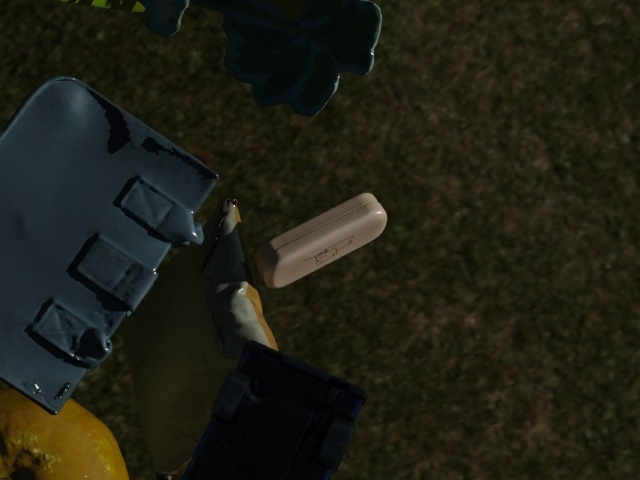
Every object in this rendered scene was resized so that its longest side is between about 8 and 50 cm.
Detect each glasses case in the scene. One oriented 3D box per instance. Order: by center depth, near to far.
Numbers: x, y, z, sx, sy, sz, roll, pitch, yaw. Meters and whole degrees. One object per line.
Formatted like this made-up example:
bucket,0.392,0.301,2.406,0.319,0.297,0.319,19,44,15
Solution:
glasses case,0.000,0.000,1.851,0.196,0.083,0.050,-28,64,-12

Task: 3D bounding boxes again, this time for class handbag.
handbag,-0.199,0.003,1.031,0.179,0.062,0.229,34,76,-7

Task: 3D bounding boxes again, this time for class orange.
orange,-0.379,0.325,1.684,0.279,0.235,0.279,1,70,-3

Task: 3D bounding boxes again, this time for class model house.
model house,-0.013,-0.286,1.106,0.312,0.242,0.358,25,99,11

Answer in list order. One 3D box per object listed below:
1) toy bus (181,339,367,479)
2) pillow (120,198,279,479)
toy bus,-0.047,0.168,0.815,0.090,0.106,0.185,25,56,3
pillow,-0.176,0.145,1.885,0.119,0.310,0.312,14,49,-43
